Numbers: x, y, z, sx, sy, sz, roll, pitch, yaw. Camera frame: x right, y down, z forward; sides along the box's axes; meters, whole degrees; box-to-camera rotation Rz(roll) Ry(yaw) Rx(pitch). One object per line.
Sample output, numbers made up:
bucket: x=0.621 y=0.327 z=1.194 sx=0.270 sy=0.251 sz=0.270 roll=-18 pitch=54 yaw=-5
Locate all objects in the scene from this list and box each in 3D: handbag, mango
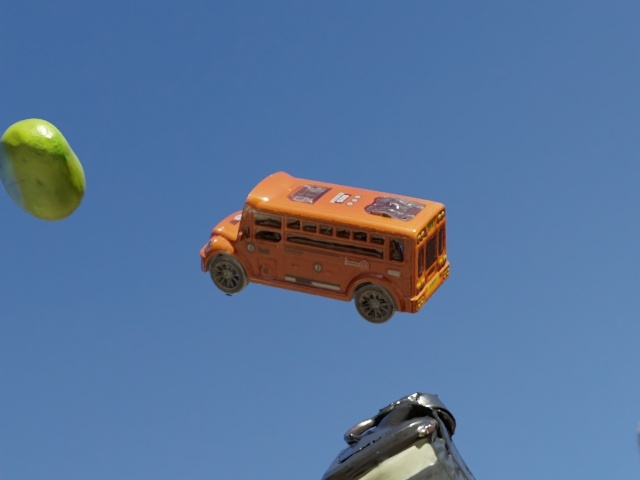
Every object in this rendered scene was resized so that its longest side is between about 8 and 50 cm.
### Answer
handbag: x=0.092 y=0.284 z=1.509 sx=0.181 sy=0.181 sz=0.254 roll=-31 pitch=-6 yaw=6
mango: x=-0.367 y=-0.095 z=1.735 sx=0.089 sy=0.117 sz=0.163 roll=-47 pitch=-33 yaw=-32

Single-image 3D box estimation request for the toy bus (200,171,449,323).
toy bus: x=0.000 y=0.000 z=1.785 sx=0.143 sy=0.329 sz=0.153 roll=-41 pitch=-45 yaw=-54
